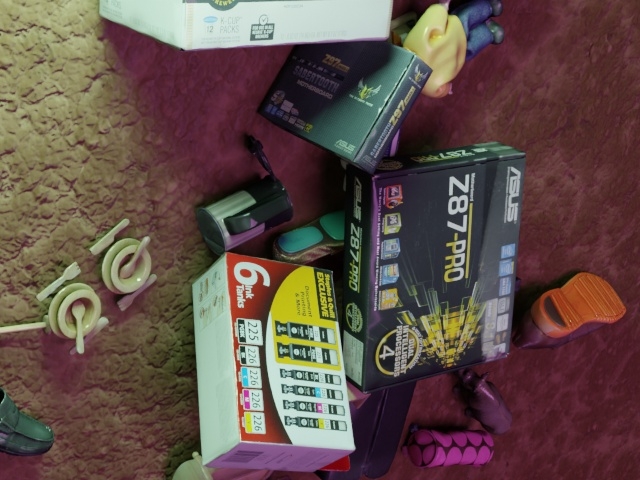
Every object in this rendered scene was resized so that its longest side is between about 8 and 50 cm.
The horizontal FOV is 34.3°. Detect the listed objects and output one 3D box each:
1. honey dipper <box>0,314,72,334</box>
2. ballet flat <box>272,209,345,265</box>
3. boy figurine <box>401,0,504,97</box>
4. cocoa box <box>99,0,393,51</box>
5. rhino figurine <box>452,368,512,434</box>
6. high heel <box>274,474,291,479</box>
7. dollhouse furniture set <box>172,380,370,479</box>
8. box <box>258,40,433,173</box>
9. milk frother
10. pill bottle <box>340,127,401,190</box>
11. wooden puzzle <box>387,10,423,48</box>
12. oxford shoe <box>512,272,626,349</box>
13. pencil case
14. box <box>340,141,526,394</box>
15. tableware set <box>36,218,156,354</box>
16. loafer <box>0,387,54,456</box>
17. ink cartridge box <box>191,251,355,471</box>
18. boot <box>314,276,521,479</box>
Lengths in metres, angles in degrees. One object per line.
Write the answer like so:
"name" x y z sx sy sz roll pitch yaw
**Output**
"honey dipper" -0.442 0.129 1.510 0.160 0.030 0.030 -6 115 -36
"ballet flat" 0.000 0.000 1.797 0.206 0.073 0.067 -16 148 -30
"boy figurine" 0.194 -0.315 1.751 0.285 0.092 0.177 -36 135 -25
"cocoa box" -0.091 -0.396 1.391 0.347 0.231 0.228 -11 117 -36
"rhino figurine" 0.342 0.331 2.206 0.073 0.106 0.243 -45 133 -14
"high heel" -0.062 0.625 1.939 0.127 0.181 0.377 -20 137 -34
"dollhouse furniture set" -0.135 0.340 1.861 0.303 0.174 0.355 -9 144 -44
"box" 0.034 -0.227 1.580 0.059 0.232 0.183 30 91 -50
"milk frother" -0.127 -0.073 1.635 0.134 0.129 0.143 -28 84 -26
"pill bottle" 0.084 -0.163 1.751 0.094 0.094 0.169 -8 116 -37
"wooden puzzle" 0.142 -0.346 1.761 0.116 0.014 0.079 -35 130 -20
"oxford shoe" 0.553 0.164 2.314 0.363 0.130 0.133 -7 148 -45
"pencil case" 0.276 0.445 2.224 0.209 0.098 0.095 13 58 -42
"box" 0.191 0.044 1.787 0.318 0.097 0.395 -10 113 -30
"tableware set" -0.321 0.076 1.549 0.194 0.039 0.128 -45 134 -29
"loafer" -0.476 0.256 1.513 0.223 0.076 0.078 32 97 -40
"ink cartridge box" -0.050 0.199 1.647 0.271 0.310 0.130 10 148 -31
"boot" 0.176 0.248 1.995 0.367 0.146 0.445 7 103 -31
